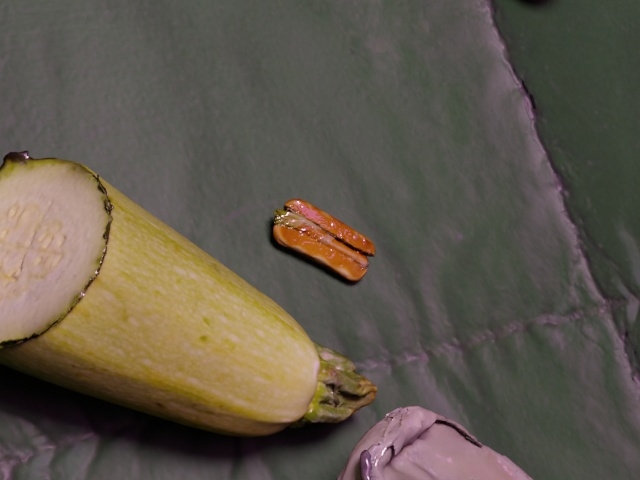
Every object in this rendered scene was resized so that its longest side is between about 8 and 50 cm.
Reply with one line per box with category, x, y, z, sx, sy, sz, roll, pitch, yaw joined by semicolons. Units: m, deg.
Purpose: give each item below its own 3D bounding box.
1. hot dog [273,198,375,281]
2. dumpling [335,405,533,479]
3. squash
hot dog;0.000;0.000;1.091;0.083;0.021;0.037;32;76;-20
dumpling;0.072;0.251;0.960;0.204;0.163;0.293;31;46;-59
squash;-0.080;0.062;0.949;0.287;0.137;0.137;30;56;-20
